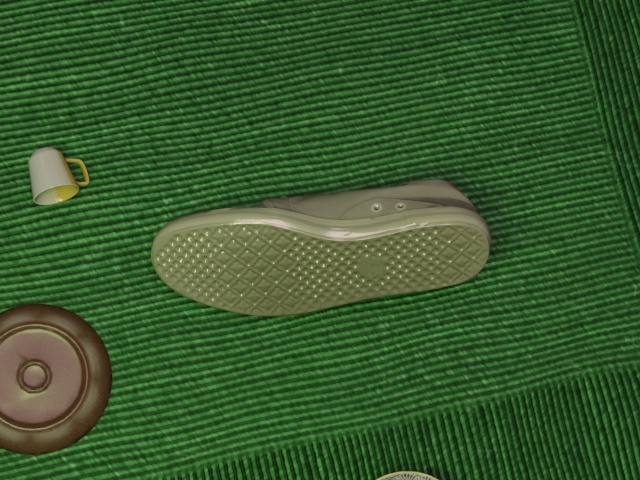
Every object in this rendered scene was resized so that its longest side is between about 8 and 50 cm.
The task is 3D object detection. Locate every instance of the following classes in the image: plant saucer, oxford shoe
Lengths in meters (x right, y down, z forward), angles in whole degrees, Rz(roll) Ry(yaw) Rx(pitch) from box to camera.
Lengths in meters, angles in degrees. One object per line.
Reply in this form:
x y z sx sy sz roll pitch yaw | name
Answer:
-0.371 0.178 1.800 0.198 0.036 0.199 1 80 -8 | plant saucer
0.000 0.000 1.851 0.449 0.169 0.130 -5 39 -2 | oxford shoe

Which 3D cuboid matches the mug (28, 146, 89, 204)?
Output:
-0.357 -0.088 1.850 0.062 0.078 0.064 -27 73 20 | mug

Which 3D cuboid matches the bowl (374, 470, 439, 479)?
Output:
0.107 0.388 1.808 0.170 0.080 0.170 2 80 -9 | bowl
